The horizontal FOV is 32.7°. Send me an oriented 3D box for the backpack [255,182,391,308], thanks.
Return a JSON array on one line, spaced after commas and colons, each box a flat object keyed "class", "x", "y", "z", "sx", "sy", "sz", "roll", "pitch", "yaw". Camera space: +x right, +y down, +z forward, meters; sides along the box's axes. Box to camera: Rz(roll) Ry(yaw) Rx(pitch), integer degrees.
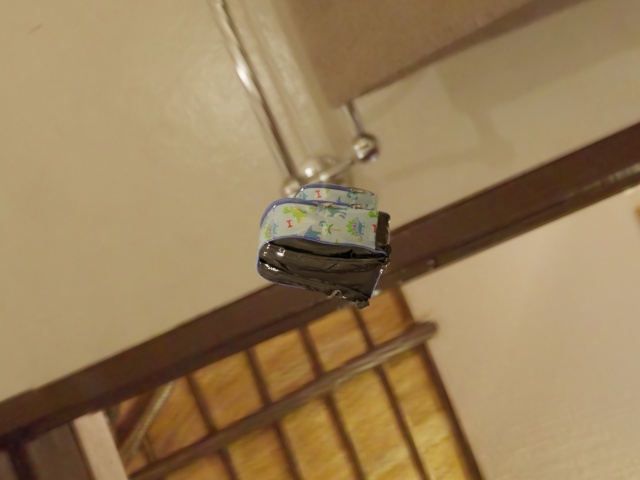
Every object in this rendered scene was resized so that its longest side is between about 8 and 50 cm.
[{"class": "backpack", "x": 0.000, "y": 0.000, "z": 0.998, "sx": 0.105, "sy": 0.114, "sz": 0.084, "roll": 109, "pitch": 167, "yaw": -56}]
